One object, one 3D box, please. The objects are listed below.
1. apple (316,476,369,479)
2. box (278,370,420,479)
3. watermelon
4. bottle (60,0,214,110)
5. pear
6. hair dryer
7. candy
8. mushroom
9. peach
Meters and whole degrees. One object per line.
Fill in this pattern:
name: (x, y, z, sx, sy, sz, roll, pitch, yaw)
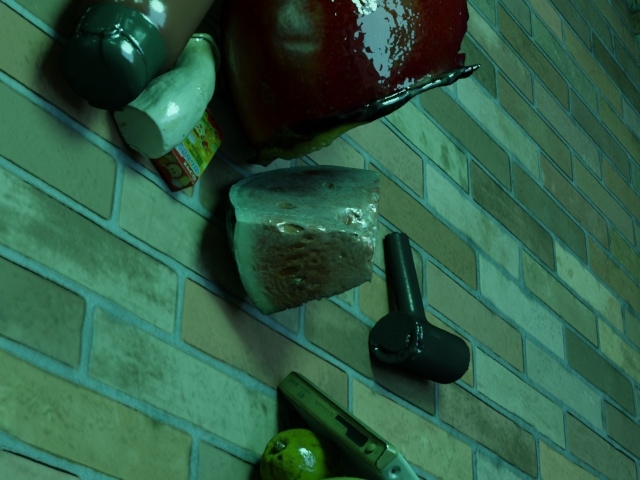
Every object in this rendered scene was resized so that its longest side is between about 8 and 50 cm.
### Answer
apple: (-0.002, 0.410, 1.465, 0.233, 0.258, 0.295, 39, 56, -34)
box: (0.064, 0.288, 1.679, 0.045, 0.270, 0.211, -42, 118, -12)
watermelon: (0.000, 0.000, 1.741, 0.318, 0.226, 0.148, -21, 122, -49)
bottle: (-0.210, -0.289, 1.581, 0.144, 0.144, 0.336, 55, 35, -30)
pear: (-0.023, 0.295, 1.649, 0.131, 0.107, 0.107, 60, 31, -36)
hair dryer: (0.149, 0.099, 2.071, 0.197, 0.089, 0.251, 26, 48, -52)
candy: (-0.171, -0.123, 1.669, 0.062, 0.038, 0.122, 58, 33, -25)
mushroom: (-0.180, -0.192, 1.638, 0.223, 0.092, 0.081, -64, 142, -48)
peach: (0.019, -0.281, 1.788, 0.353, 0.339, 0.416, 29, 52, -34)
